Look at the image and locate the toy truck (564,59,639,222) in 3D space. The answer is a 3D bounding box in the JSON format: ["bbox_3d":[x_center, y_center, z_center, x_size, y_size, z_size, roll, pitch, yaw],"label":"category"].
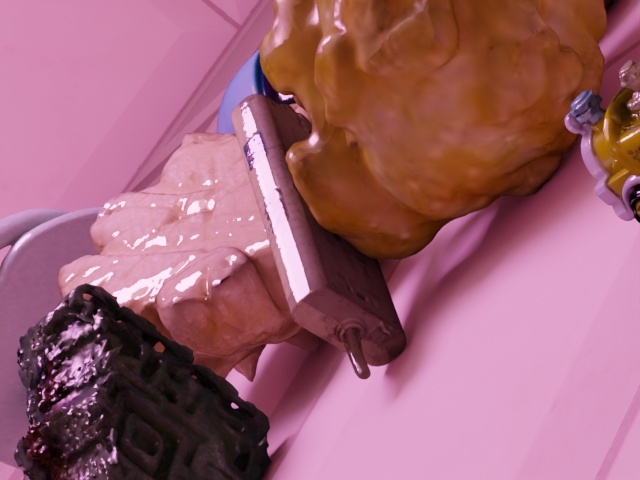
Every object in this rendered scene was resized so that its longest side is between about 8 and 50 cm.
[{"bbox_3d":[0.176,-0.060,1.033,0.111,0.077,0.076,-38,16,52],"label":"toy truck"}]

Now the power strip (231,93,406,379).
[{"bbox_3d":[0.000,0.000,1.354,0.034,0.092,0.268,-42,39,20],"label":"power strip"}]

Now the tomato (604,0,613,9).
[{"bbox_3d":[0.158,-0.215,1.483,0.167,0.167,0.167,-49,10,12],"label":"tomato"}]

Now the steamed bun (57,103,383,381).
[{"bbox_3d":[-0.056,0.012,1.572,0.292,0.137,0.295,-33,24,-2],"label":"steamed bun"}]

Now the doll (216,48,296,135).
[{"bbox_3d":[0.017,-0.129,1.815,0.314,0.141,0.177,-32,48,26],"label":"doll"}]

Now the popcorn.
[{"bbox_3d":[0.078,-0.137,1.323,0.242,0.235,0.250,-23,38,33],"label":"popcorn"}]

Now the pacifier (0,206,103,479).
[{"bbox_3d":[-0.224,0.132,1.748,0.343,0.288,0.269,-55,36,2],"label":"pacifier"}]

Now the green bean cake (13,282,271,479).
[{"bbox_3d":[-0.142,0.156,1.354,0.107,0.193,0.208,-37,18,35],"label":"green bean cake"}]
